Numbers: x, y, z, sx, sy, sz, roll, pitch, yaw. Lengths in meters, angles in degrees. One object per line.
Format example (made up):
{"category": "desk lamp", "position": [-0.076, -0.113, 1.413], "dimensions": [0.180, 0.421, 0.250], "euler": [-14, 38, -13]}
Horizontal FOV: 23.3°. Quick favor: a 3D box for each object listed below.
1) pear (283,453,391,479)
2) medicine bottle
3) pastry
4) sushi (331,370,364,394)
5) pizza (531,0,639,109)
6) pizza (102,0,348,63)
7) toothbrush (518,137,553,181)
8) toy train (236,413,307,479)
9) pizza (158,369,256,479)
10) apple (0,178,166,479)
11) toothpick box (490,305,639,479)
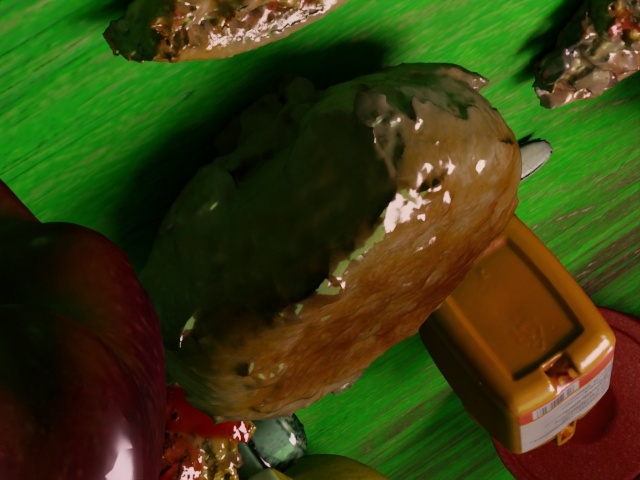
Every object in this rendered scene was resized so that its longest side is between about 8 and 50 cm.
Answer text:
{"category": "pear", "position": [-0.001, 0.283, 1.408], "dimensions": [0.198, 0.198, 0.198], "euler": [-31, 158, -14]}
{"category": "medicine bottle", "position": [0.159, 0.089, 1.283], "dimensions": [0.112, 0.149, 0.222], "euler": [-35, 159, -6]}
{"category": "pastry", "position": [0.005, -0.003, 0.903], "dimensions": [0.257, 0.121, 0.236], "euler": [-44, 162, 11]}
{"category": "sushi", "position": [0.007, 0.107, 1.255], "dimensions": [0.126, 0.026, 0.120], "euler": [-26, 157, -25]}
{"category": "pizza", "position": [0.221, -0.165, 0.994], "dimensions": [0.185, 0.052, 0.195], "euler": [-34, 159, -17]}
{"category": "pizza", "position": [-0.010, -0.138, 0.702], "dimensions": [0.178, 0.041, 0.131], "euler": [-21, 152, -36]}
{"category": "toothbrush", "position": [0.046, 0.000, 1.096], "dimensions": [0.294, 0.026, 0.028], "euler": [-29, 173, -20]}
{"category": "toy train", "position": [-0.137, 0.270, 1.078], "dimensions": [0.369, 0.237, 0.150], "euler": [-38, 157, 2]}
{"category": "pizza", "position": [-0.096, 0.120, 0.997], "dimensions": [0.062, 0.188, 0.199], "euler": [129, -14, -79]}
{"category": "apple", "position": [-0.210, 0.111, 0.596], "dimensions": [0.317, 0.288, 0.288], "euler": [-54, 154, 20]}
{"category": "toothpick box", "position": [0.326, 0.179, 1.660], "dimensions": [0.204, 0.204, 0.333], "euler": [-43, 159, 15]}
